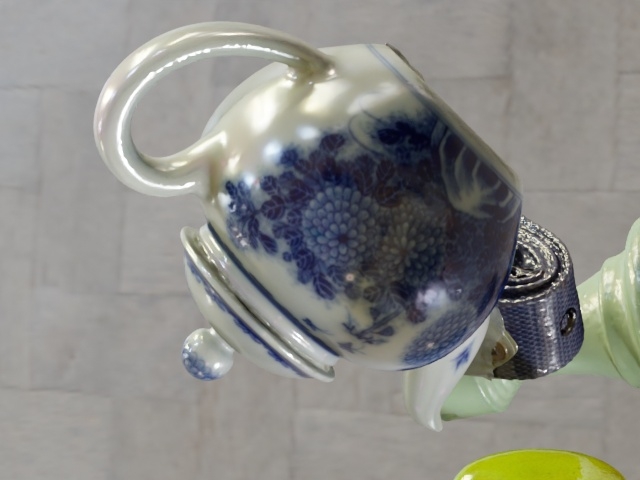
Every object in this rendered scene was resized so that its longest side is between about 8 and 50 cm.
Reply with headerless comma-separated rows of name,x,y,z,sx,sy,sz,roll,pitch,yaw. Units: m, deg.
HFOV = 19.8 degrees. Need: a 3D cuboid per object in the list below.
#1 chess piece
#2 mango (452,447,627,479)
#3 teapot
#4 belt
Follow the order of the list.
chess piece,0.243,0.092,1.793,0.299,0.194,0.195,-14,81,23
mango,0.191,0.221,1.532,0.163,0.117,0.089,21,134,29
teapot,0.000,0.000,1.358,0.280,0.424,0.252,-44,34,5
belt,0.128,0.030,1.643,0.230,0.139,0.126,24,140,39
